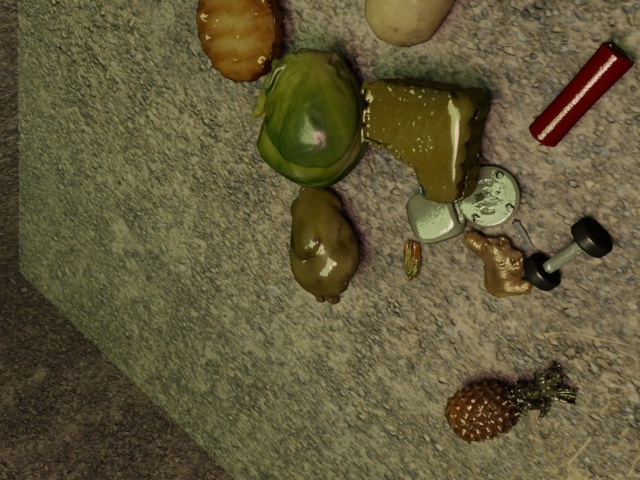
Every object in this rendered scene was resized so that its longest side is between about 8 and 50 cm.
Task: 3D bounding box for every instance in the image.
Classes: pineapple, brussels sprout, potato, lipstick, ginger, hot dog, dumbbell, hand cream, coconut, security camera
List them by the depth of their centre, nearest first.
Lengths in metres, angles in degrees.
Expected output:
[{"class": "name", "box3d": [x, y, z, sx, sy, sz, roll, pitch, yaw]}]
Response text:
[{"class": "lipstick", "box3d": [0.560, -0.311, 1.225, 0.080, 0.080, 0.241, 44, 130, 11]}, {"class": "coconut", "box3d": [0.207, -0.563, 1.290, 0.224, 0.224, 0.224, 16, 120, 30]}, {"class": "dumbbell", "box3d": [0.591, 0.036, 1.356, 0.100, 0.100, 0.191, 49, 132, 7]}, {"class": "hand cream", "box3d": [0.515, -0.013, 1.444, 0.030, 0.019, 0.093, -22, 99, 43]}, {"class": "security camera", "box3d": [0.373, -0.090, 1.478, 0.301, 0.080, 0.157, -19, 84, 30]}, {"class": "ginger", "box3d": [0.469, 0.055, 1.479, 0.137, 0.074, 0.213, -26, 88, 42]}, {"class": "brussels sprout", "box3d": [-0.010, -0.322, 1.530, 0.315, 0.276, 0.371, 32, 121, 37]}, {"class": "pineapple", "box3d": [0.524, 0.451, 1.582, 0.361, 0.175, 0.175, -38, 87, 33]}, {"class": "hot dog", "box3d": [0.266, 0.061, 1.650, 0.056, 0.041, 0.133, 12, 118, 33]}, {"class": "potato", "box3d": [0.004, -0.001, 1.723, 0.218, 0.202, 0.351, -23, 84, 53]}]

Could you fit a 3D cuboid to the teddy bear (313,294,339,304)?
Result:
[{"class": "teddy bear", "box3d": [-0.006, 0.148, 1.873, 0.119, 0.078, 0.160, 0, 113, 41]}]

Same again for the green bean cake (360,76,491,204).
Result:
[{"class": "green bean cake", "box3d": [0.254, -0.254, 1.394, 0.310, 0.202, 0.285, 22, 121, 30]}]

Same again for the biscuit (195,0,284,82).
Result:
[{"class": "biscuit", "box3d": [-0.228, -0.629, 1.645, 0.325, 0.107, 0.326, 19, 122, 33]}]
